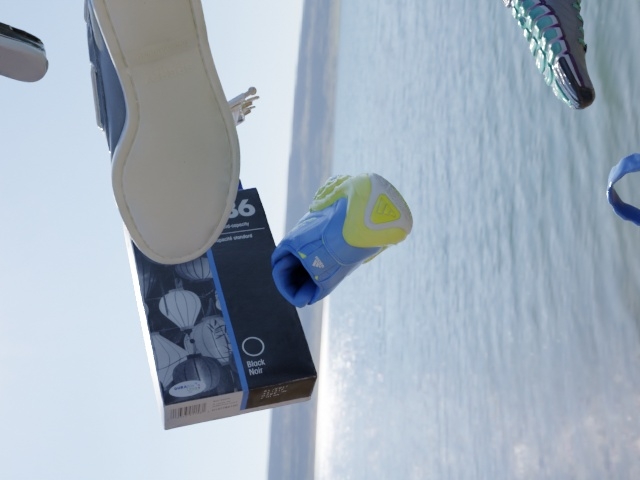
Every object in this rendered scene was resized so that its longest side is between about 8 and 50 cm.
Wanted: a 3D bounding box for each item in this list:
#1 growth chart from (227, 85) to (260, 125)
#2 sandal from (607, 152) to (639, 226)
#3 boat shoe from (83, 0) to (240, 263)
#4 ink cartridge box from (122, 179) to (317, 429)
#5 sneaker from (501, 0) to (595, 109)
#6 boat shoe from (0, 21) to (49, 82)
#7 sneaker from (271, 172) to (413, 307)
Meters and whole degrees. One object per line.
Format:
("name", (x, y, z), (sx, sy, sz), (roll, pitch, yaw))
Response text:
("growth chart", (-0.195, -0.201, 1.422), (0.021, 0.172, 0.237), (56, 160, 2))
("sandal", (0.414, -0.024, 0.797), (0.317, 0.138, 0.126), (-124, 11, -57))
("boat shoe", (-0.144, -0.128, 0.690), (0.099, 0.116, 0.320), (-124, 25, -51))
("ink cartridge box", (-0.129, 0.040, 0.886), (0.065, 0.165, 0.333), (103, 152, -50))
("sneaker", (0.293, -0.269, 0.931), (0.083, 0.098, 0.224), (54, -168, -78))
("boat shoe", (-0.317, -0.186, 0.702), (0.049, 0.142, 0.040), (-43, 44, 33))
("sneaker", (0.000, 0.000, 0.732), (0.091, 0.126, 0.240), (53, 171, 1))
